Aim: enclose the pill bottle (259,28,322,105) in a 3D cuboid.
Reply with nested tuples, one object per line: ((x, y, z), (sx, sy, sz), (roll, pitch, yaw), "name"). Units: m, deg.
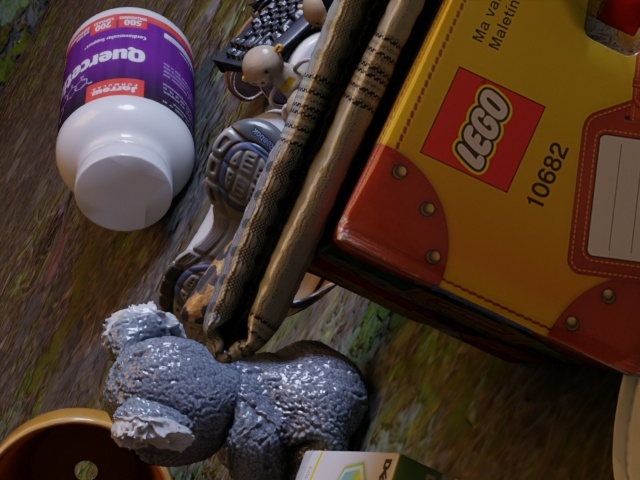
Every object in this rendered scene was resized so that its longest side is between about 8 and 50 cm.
((-0.017, -0.188, 1.711), (0.094, 0.094, 0.169), (-64, 24, 0), "pill bottle")

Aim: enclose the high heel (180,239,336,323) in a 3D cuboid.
((0.000, 0.000, 1.315), (0.261, 0.093, 0.186), (-27, -2, -10), "high heel")

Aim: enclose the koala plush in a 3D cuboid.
((-0.095, 0.151, 1.370), (0.203, 0.221, 0.196), (-51, 27, 27), "koala plush")

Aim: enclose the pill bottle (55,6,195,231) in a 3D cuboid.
((-0.258, -0.161, 2.066), (0.181, 0.181, 0.323), (-49, 28, 29), "pill bottle")

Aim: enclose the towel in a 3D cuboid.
((0.015, -0.083, 0.993), (0.312, 0.056, 0.324), (-48, -20, -88), "towel")

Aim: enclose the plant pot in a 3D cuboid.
((-0.255, 0.265, 1.639), (0.205, 0.205, 0.188), (-62, 8, 4), "plant pot")

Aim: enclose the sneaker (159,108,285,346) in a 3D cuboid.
((-0.081, -0.008, 1.662), (0.297, 0.111, 0.129), (-65, -7, 28), "sneaker")

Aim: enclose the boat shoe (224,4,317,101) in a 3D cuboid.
((-0.047, -0.256, 1.867), (0.207, 0.073, 0.073), (-59, 22, 12), "boat shoe")

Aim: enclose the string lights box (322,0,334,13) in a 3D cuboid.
((0.068, -0.224, 1.283), (0.133, 0.077, 0.259), (-65, -11, -4), "string lights box")

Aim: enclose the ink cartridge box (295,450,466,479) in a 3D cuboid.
((0.043, 0.226, 1.211), (0.209, 0.062, 0.109), (-11, 56, 60), "ink cartridge box")

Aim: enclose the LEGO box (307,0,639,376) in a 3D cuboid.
((0.181, -0.174, 1.030), (0.372, 0.193, 0.500), (136, 159, -84), "LEGO box")

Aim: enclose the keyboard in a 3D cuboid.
((0.000, -0.301, 1.733), (0.317, 0.033, 0.201), (-44, 22, -13), "keyboard")

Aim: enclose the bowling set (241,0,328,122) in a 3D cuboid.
((0.044, -0.154, 1.479), (0.287, 0.154, 0.200), (-43, 31, 39), "bowling set")

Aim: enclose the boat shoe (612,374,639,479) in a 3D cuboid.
((0.267, 0.030, 0.949), (0.099, 0.116, 0.319), (30, -100, -77), "boat shoe")
